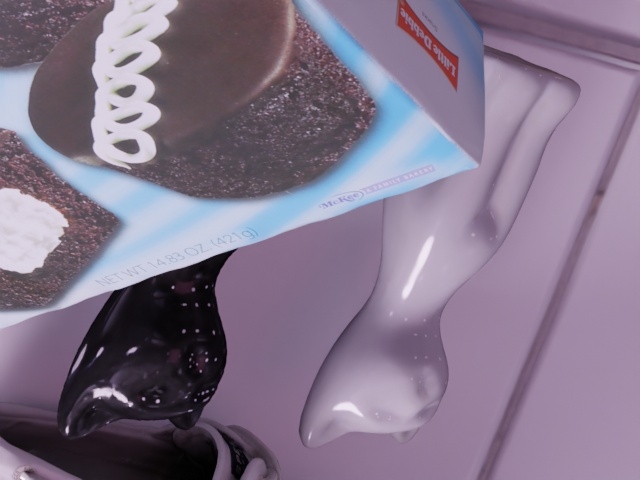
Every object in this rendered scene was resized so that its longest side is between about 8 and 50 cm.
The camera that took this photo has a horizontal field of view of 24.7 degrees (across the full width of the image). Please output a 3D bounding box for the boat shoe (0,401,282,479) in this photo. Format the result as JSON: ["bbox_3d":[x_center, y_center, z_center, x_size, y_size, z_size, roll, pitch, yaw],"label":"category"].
[{"bbox_3d":[-0.060,0.127,0.698,0.267,0.096,0.088,16,109,-29],"label":"boat shoe"}]

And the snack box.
[{"bbox_3d":[-0.135,-0.045,0.445,0.322,0.060,0.187,-19,139,32],"label":"snack box"}]

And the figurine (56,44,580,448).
[{"bbox_3d":[0.000,0.000,0.656,0.215,0.092,0.209,11,104,-37],"label":"figurine"}]
